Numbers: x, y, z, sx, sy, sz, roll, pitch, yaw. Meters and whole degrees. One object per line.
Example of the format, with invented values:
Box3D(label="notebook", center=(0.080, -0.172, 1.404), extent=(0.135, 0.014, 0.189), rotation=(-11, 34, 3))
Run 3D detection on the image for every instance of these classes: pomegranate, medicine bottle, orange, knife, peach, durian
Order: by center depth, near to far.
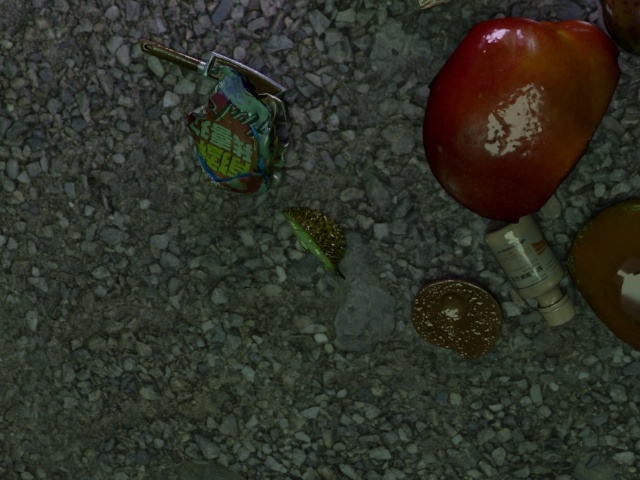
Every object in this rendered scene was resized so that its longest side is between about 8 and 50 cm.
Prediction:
Box3D(label="pomegranate", center=(0.609, -0.459, 1.683), extent=(0.198, 0.198, 0.246), rotation=(-24, 83, 20))
Box3D(label="peach", center=(0.359, -0.252, 1.726), extent=(0.310, 0.335, 0.406), rotation=(29, 112, -2))
Box3D(label="orange", center=(0.674, 0.077, 1.867), extent=(0.262, 0.196, 0.334), rotation=(-35, 91, 8))
Box3D(label="medicine bottle", center=(0.453, 0.064, 1.934), extent=(0.114, 0.114, 0.252), rotation=(-29, 101, 21))
Box3D(label="knife", center=(-0.235, -0.380, 1.992), extent=(0.343, 0.027, 0.061), rotation=(23, 109, 5))
Box3D(label="durian", center=(0.000, 0.000, 2.055), extent=(0.215, 0.086, 0.100), rotation=(50, 146, -3))

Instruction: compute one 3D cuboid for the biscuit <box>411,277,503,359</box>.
Box3D(label="biscuit", center=(0.307, 0.165, 2.037), extent=(0.208, 0.049, 0.181), rotation=(20, 112, 6))

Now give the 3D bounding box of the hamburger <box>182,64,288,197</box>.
Box3D(label="hamburger", center=(-0.157, -0.236, 1.970), extent=(0.260, 0.150, 0.276), rotation=(57, 138, 7))

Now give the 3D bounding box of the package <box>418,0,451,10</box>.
Box3D(label="package", center=(0.216, -0.531, 1.822), extent=(0.071, 0.047, 0.131), rotation=(-19, 102, 21))
